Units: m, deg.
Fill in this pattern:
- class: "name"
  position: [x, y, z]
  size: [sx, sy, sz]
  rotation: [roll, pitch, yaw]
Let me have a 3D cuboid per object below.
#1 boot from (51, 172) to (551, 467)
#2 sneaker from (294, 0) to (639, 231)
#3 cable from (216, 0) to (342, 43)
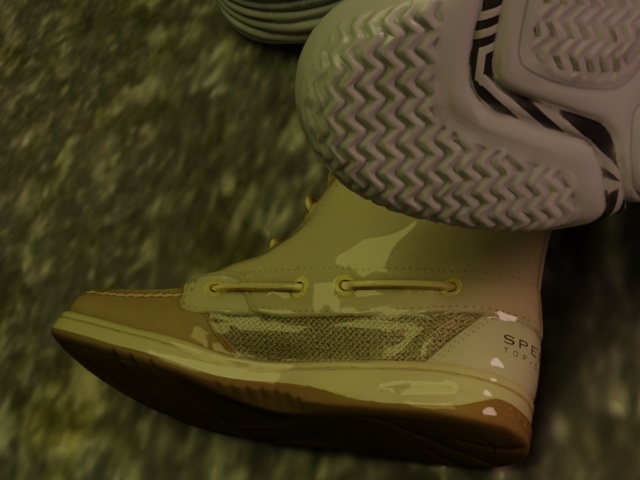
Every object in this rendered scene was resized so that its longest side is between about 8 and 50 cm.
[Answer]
- class: "boot"
  position: [0.000, 0.000, 0.588]
  size: [0.262, 0.095, 0.203]
  rotation: [3, 61, 29]
- class: "sneaker"
  position: [0.129, -0.132, 0.528]
  size: [0.366, 0.137, 0.210]
  rotation: [-23, 33, -16]
- class: "cable"
  position: [0.022, -0.252, 0.768]
  size: [0.257, 0.089, 0.257]
  rotation: [18, 69, 41]
